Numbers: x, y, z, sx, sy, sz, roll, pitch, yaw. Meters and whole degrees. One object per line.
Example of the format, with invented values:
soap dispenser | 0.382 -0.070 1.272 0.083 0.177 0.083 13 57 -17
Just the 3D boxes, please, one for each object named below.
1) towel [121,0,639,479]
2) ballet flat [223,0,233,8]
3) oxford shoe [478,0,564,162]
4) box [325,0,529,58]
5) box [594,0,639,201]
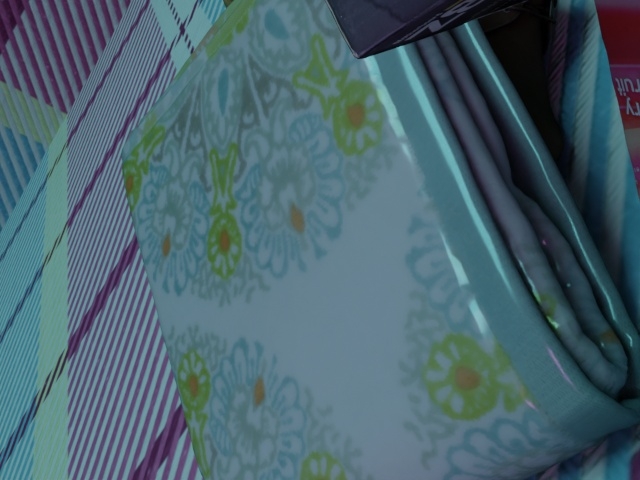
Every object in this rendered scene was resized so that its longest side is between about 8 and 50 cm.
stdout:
towel | 0.000 0.000 0.570 0.320 0.090 0.375 -42 58 42
ballet flat | 0.021 -0.157 0.661 0.232 0.073 0.080 20 82 20
oxford shoe | 0.116 -0.143 0.572 0.096 0.082 0.227 -40 53 41
box | 0.214 -0.206 0.285 0.318 0.097 0.395 -30 5 -37
box | 0.219 -0.054 0.251 0.122 0.128 0.257 -26 19 -20
